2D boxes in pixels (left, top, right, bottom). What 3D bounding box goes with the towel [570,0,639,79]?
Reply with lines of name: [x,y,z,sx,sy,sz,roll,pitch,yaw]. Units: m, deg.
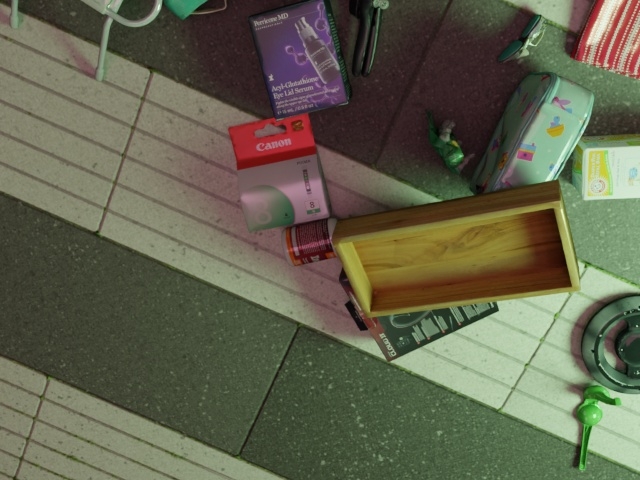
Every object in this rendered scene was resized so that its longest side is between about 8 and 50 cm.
towel: [0.633,-0.387,1.361,0.275,0.031,0.198,16,123,1]

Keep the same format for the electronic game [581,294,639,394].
electronic game: [0.677,0.224,1.573,0.229,0.048,0.229,2,107,6]

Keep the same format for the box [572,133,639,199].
box: [0.602,-0.145,1.423,0.203,0.114,0.103,-2,109,8]

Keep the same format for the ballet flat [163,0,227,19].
ballet flat: [-0.187,-0.501,1.428,0.247,0.083,0.087,-21,129,13]

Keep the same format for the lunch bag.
lunch bag: [0.383,-0.177,1.387,0.108,0.224,0.279,25,104,-7]

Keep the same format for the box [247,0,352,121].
box: [-0.036,-0.355,1.433,0.153,0.108,0.207,-13,107,11]

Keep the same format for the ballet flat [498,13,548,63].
ballet flat: [0.394,-0.378,1.413,0.041,0.041,0.114,38,109,-6]

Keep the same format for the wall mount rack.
wall mount rack: [-0.476,-0.494,1.436,0.350,0.130,0.304,32,105,-4]

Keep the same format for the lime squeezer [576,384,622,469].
lime squeezer: [0.608,0.388,1.614,0.059,0.110,0.310,-9,139,-7]

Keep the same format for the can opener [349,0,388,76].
can opener: [0.093,-0.412,1.434,0.059,0.073,0.186,-11,115,-31]

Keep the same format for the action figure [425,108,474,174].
action figure: [0.246,-0.177,1.393,0.063,0.232,0.137,-31,103,15]

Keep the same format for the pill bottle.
pill bottle: [0.000,0.000,1.558,0.152,0.086,0.086,-13,106,11]

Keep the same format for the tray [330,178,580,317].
tray: [0.248,0.023,1.357,0.411,0.076,0.202,-10,124,22]

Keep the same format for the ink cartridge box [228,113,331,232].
ink cartridge box: [-0.088,-0.141,1.541,0.181,0.056,0.224,-11,108,10]

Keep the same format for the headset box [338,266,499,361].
headset box: [0.193,0.104,1.557,0.293,0.110,0.218,-29,103,15]
